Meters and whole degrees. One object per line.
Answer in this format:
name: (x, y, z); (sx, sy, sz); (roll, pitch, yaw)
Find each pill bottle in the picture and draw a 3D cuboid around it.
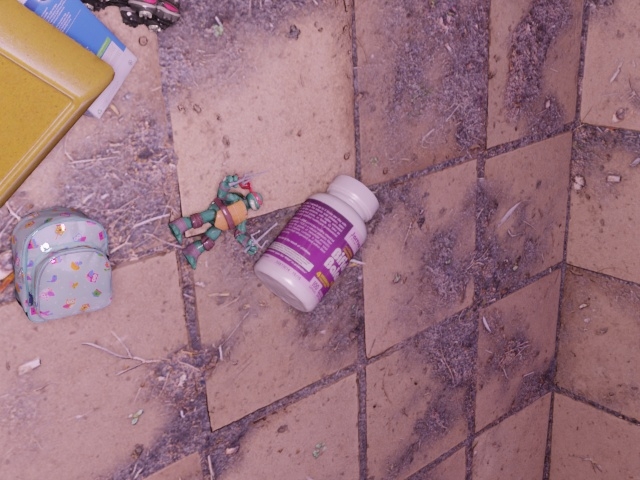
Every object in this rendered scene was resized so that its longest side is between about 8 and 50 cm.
pill bottle: (0.000, 0.000, 1.637); (0.301, 0.169, 0.169); (-52, 132, -15)

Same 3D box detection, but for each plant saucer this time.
plant saucer: (-0.523, -0.201, 1.059); (0.333, 0.081, 0.333); (-45, 138, 12)

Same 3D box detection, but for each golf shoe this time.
golf shoe: (-0.363, -0.451, 1.223); (0.273, 0.105, 0.120); (8, 82, -49)

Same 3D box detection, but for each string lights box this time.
string lights box: (-0.432, -0.330, 1.164); (0.133, 0.077, 0.260); (-62, 144, -14)

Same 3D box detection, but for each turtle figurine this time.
turtle figurine: (-0.190, -0.046, 1.489); (0.234, 0.118, 0.175); (-31, 109, -13)

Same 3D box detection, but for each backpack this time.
backpack: (-0.453, 0.041, 1.264); (0.166, 0.144, 0.188); (-11, 109, -33)
